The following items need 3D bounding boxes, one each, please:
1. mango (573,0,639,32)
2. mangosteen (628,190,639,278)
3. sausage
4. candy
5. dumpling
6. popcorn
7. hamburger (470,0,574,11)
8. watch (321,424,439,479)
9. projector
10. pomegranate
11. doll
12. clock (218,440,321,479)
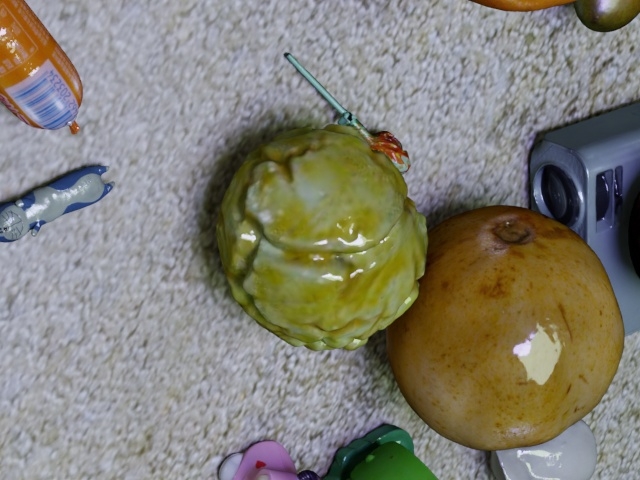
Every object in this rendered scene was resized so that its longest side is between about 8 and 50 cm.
[{"bbox_3d":[0.336,-0.349,1.451,0.133,0.111,0.267,25,91,-53],"label":"mango"},{"bbox_3d":[0.432,-0.008,1.451,0.210,0.210,0.210,-12,113,-30],"label":"mangosteen"},{"bbox_3d":[-0.269,-0.174,1.129,0.071,0.071,0.234,-44,125,-13],"label":"sausage"},{"bbox_3d":[0.025,-0.125,1.369,0.184,0.055,0.049,43,73,-28],"label":"candy"},{"bbox_3d":[0.270,0.246,1.644,0.176,0.092,0.150,-8,98,-26],"label":"dumpling"},{"bbox_3d":[0.000,0.000,1.311,0.204,0.183,0.221,-24,120,-19],"label":"popcorn"},{"bbox_3d":[0.135,-0.374,1.219,0.330,0.250,0.330,-9,109,-29],"label":"hamburger"},{"bbox_3d":[0.094,0.292,1.498,0.131,0.152,0.165,-38,123,-21],"label":"watch"},{"bbox_3d":[0.347,-0.020,1.584,0.198,0.108,0.250,-20,118,-28],"label":"projector"},{"bbox_3d":[0.192,0.100,1.425,0.264,0.264,0.264,-12,113,-30],"label":"pomegranate"},{"bbox_3d":[-0.242,-0.034,1.225,0.125,0.027,0.037,-28,113,-23],"label":"doll"},{"bbox_3d":[-0.037,0.327,1.393,0.100,0.195,0.194,20,93,-41],"label":"clock"}]
